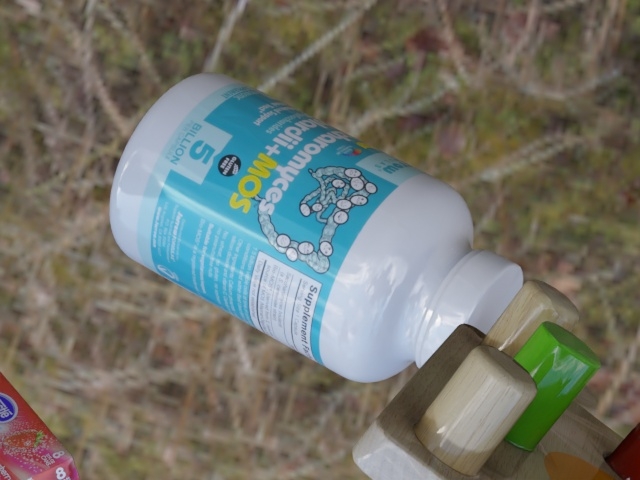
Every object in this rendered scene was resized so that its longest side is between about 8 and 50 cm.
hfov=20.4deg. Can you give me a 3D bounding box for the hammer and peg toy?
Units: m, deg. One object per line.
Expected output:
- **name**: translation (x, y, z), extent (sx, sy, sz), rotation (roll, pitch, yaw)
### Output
- **hammer and peg toy**: translation (0.165, 0.141, 0.943), extent (0.266, 0.127, 0.361), rotation (38, -165, 7)

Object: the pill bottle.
- **pill bottle**: translation (0.000, 0.000, 1.193), extent (0.264, 0.146, 0.146), rotation (27, 160, 22)

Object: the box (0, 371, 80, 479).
- **box**: translation (-0.351, 0.234, 1.856), extent (0.257, 0.128, 0.122), rotation (38, 145, 50)
